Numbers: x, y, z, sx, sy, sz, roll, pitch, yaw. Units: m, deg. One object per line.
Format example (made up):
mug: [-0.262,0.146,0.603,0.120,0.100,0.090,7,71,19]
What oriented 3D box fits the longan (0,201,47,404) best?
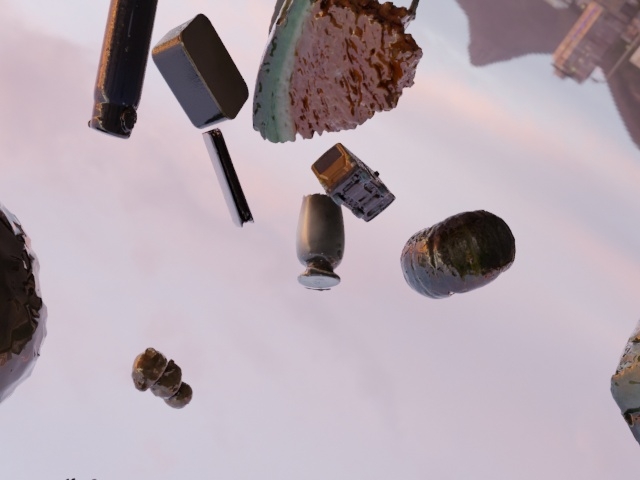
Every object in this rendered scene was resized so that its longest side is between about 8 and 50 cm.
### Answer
longan: [-0.566,0.086,1.121,0.391,0.391,0.391,26,-153,-14]

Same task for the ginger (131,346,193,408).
ginger: [-0.366,0.325,1.863,0.080,0.104,0.204,6,152,29]

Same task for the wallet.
wallet: [-0.183,-0.123,1.581,0.031,0.198,0.110,-21,-170,-13]

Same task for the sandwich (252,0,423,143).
sandwich: [0.018,-0.175,0.799,0.160,0.185,0.109,23,-137,6]

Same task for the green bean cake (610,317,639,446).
green bean cake: [0.395,0.145,0.751,0.227,0.125,0.222,-39,-87,-36]

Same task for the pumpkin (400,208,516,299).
pumpkin: [0.196,0.027,1.223,0.107,0.183,0.119,-11,-102,-58]

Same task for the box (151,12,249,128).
box: [-0.241,-0.336,1.615,0.201,0.090,0.144,58,-150,-27]

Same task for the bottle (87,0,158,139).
bottle: [-0.296,-0.277,1.221,0.082,0.244,0.072,11,180,30]

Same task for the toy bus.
toy bus: [0.066,-0.114,1.611,0.103,0.091,0.182,56,-166,31]

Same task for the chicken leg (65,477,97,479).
chicken leg: [-0.441,0.494,1.517,0.105,0.063,0.234,20,168,-14]

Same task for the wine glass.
wine glass: [0.000,0.000,1.774,0.111,0.111,0.204,16,-113,-32]
